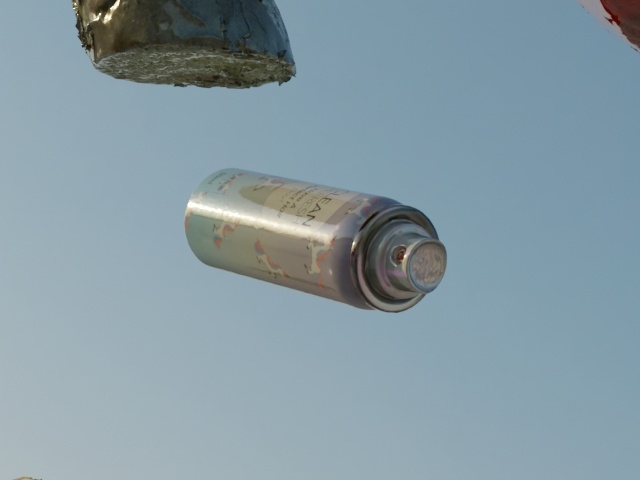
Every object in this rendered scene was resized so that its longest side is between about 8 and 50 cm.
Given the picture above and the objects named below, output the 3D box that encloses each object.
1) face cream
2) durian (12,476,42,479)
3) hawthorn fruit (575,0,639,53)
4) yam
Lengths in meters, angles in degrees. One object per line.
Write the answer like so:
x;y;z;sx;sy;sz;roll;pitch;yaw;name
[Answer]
0.000;0.000;1.264;0.075;0.075;0.229;30;-11;-36;face cream
-0.218;0.243;1.541;0.130;0.066;0.052;46;-6;37;durian
0.188;-0.200;0.917;0.300;0.254;0.254;11;-11;-37;hawthorn fruit
-0.109;-0.212;1.319;0.154;0.254;0.154;-15;-13;-4;yam
